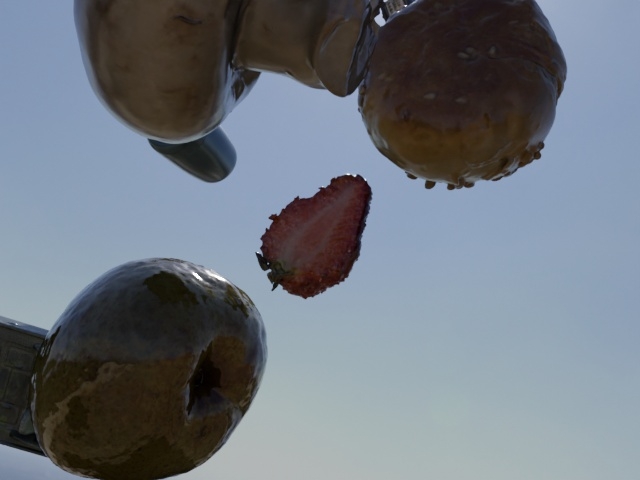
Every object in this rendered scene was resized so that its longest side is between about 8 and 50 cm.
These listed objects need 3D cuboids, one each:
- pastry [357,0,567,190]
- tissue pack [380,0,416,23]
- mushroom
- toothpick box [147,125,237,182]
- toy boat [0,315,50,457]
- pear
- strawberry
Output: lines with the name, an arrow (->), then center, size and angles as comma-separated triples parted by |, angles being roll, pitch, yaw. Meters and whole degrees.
pastry -> 0.195, -0.204, 1.130 | 0.284, 0.316, 0.184 | 0, -34, 14
tissue pack -> 0.203, -0.330, 1.490 | 0.073, 0.235, 0.173 | -25, -10, 29
mushroom -> -0.087, -0.224, 0.818 | 0.290, 0.297, 0.297 | 21, -17, 4
toothpick box -> -0.236, -0.183, 1.533 | 0.120, 0.120, 0.184 | 6, -18, 22
toy boat -> -0.282, 0.189, 0.941 | 0.319, 0.141, 0.092 | 17, 7, -3
pear -> -0.160, 0.122, 0.770 | 0.188, 0.228, 0.211 | 45, -31, -25
strawberry -> 0.004, 0.006, 1.444 | 0.236, 0.175, 0.107 | -25, -19, -4
